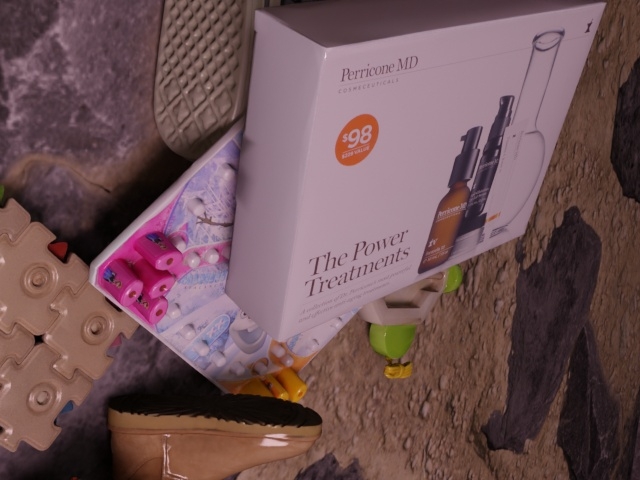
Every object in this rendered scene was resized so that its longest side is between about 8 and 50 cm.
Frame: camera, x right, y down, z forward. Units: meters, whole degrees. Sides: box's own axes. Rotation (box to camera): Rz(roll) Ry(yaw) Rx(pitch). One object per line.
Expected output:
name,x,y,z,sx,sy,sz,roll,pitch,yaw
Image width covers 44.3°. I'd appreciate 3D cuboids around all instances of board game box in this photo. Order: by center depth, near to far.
board game box,0.000,0.000,0.863,0.390,0.050,0.390,-45,145,-9

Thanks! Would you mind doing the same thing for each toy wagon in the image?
toy wagon,0.118,0.029,1.148,0.267,0.068,0.344,5,96,-50

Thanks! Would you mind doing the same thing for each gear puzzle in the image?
gear puzzle,-0.309,0.036,0.661,0.175,0.044,0.339,-57,133,-22

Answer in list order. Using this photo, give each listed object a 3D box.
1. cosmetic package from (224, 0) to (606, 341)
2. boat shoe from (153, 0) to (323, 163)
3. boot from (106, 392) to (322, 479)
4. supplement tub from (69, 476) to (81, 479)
cosmetic package,0.095,-0.092,0.764,0.377,0.097,0.284,-20,132,-37
boat shoe,-0.041,-0.316,0.786,0.156,0.187,0.499,-1,107,-52
boot,-0.119,0.302,0.838,0.089,0.236,0.269,-55,148,-80
supplement tub,-0.264,0.375,0.664,0.316,0.194,0.193,-49,133,-27
